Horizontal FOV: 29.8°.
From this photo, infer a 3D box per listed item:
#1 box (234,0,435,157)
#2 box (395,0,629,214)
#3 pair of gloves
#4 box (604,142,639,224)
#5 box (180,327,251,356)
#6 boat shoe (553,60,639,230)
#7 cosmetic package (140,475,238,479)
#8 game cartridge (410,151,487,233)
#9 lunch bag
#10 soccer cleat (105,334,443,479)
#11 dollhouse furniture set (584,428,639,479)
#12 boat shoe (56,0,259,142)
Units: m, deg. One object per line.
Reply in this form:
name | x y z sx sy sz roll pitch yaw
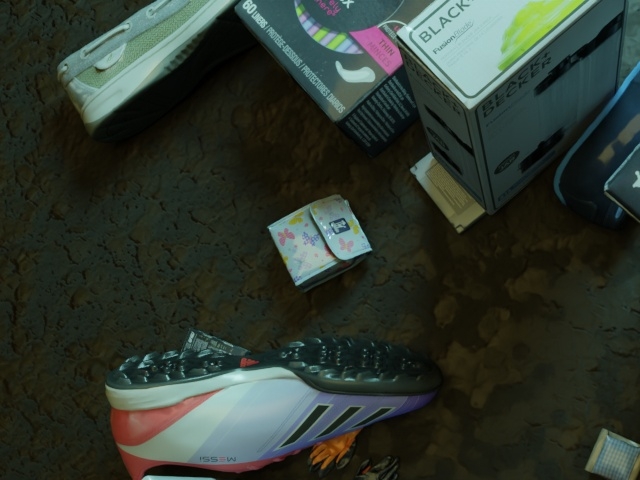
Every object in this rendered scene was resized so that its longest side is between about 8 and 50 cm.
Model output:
box | 0.081 -0.238 1.157 0.270 0.143 0.165 -43 72 5
box | 0.169 -0.141 1.027 0.169 0.290 0.087 -40 71 -2
pair of gloves | 0.031 0.215 1.157 0.074 0.010 0.083 -46 72 4
box | 0.406 -0.091 0.920 0.183 0.294 0.296 45 110 20
box | -0.115 0.139 1.210 0.067 0.018 0.083 19 86 19
boat shoe | 0.324 -0.121 1.096 0.089 0.109 0.258 42 109 21
cosmetic package | -0.089 0.333 1.057 0.138 0.224 0.224 -43 71 2
game cartridge | 0.133 -0.054 1.175 0.056 0.017 0.083 -39 72 10
lunch bag | 0.000 0.000 1.186 0.083 0.053 0.071 -26 75 1
soccer cleat | -0.042 0.163 1.144 0.318 0.108 0.116 -4 105 3
dollhouse furniture set | 0.355 0.181 0.968 0.286 0.198 0.303 26 87 19
boat shoe | -0.134 -0.232 1.238 0.320 0.118 0.103 -39 76 14
